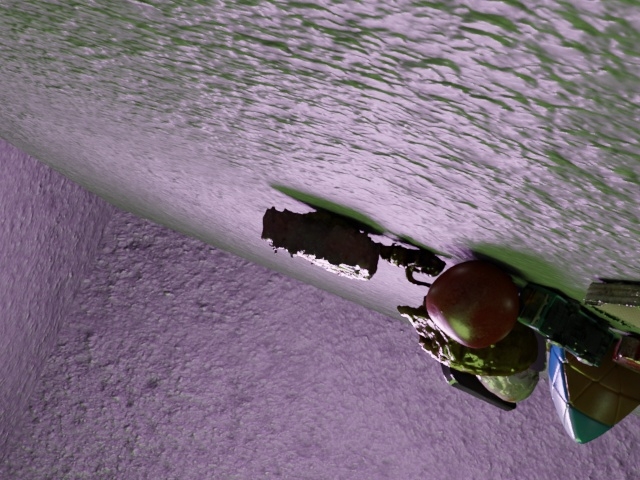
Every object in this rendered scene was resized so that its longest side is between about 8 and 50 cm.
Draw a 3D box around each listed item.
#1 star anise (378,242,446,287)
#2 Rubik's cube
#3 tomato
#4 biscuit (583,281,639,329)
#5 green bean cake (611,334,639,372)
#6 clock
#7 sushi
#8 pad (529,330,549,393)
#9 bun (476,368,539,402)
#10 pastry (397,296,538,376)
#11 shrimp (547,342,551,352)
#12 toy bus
[{"bbox_3d":[0.199,0.054,1.917,0.190,0.070,0.097,20,171,-13],"label":"star anise"},{"bbox_3d":[0.588,0.290,2.078,0.254,0.254,0.254,22,173,3],"label":"Rubik's cube"},{"bbox_3d":[0.269,0.113,1.733,0.167,0.167,0.167,22,173,3],"label":"tomato"},{"bbox_3d":[0.528,0.126,1.455,0.250,0.046,0.147,25,172,-14],"label":"biscuit"},{"bbox_3d":[0.633,0.227,1.873,0.135,0.056,0.136,20,173,12],"label":"green bean cake"},{"bbox_3d":[0.382,0.275,2.461,0.049,0.279,0.273,-36,135,29],"label":"clock"},{"bbox_3d":[0.010,0.007,1.971,0.241,0.108,0.161,13,167,29],"label":"sushi"},{"bbox_3d":[0.408,0.242,2.169,0.250,0.055,0.323,17,146,40],"label":"pad"},{"bbox_3d":[0.444,0.269,2.351,0.239,0.141,0.239,41,-157,-22],"label":"bun"},{"bbox_3d":[0.304,0.183,1.915,0.235,0.132,0.240,-15,-158,-37],"label":"pastry"},{"bbox_3d":[0.551,0.223,2.162,0.253,0.058,0.173,25,165,-10],"label":"shrimp"},{"bbox_3d":[0.456,0.160,1.820,0.261,0.091,0.109,31,176,-43],"label":"toy bus"}]
